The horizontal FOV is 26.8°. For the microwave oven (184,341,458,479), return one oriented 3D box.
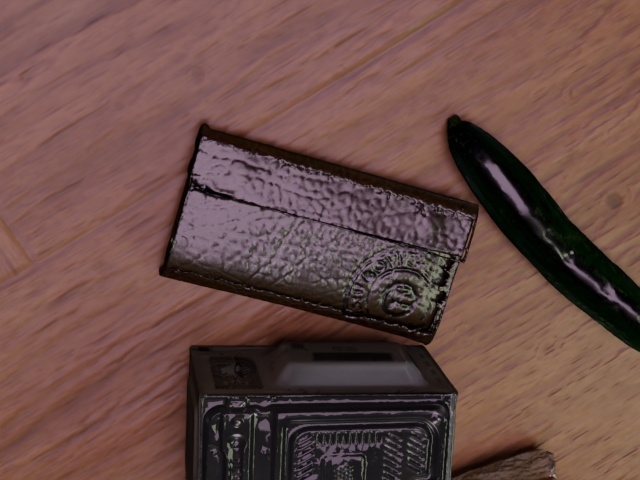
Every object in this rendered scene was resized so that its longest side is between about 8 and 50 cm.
[{"bbox_3d":[-0.004,0.169,1.112,0.208,0.122,0.162,0,106,-10],"label":"microwave oven"}]

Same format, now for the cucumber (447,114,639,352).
[{"bbox_3d":[0.201,0.003,1.140,0.056,0.056,0.284,-45,103,4],"label":"cucumber"}]

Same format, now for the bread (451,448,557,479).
[{"bbox_3d":[0.175,0.261,1.189,0.106,0.082,0.125,-18,110,-12],"label":"bread"}]

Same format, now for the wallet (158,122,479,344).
[{"bbox_3d":[0.000,0.000,1.110,0.243,0.039,0.132,16,103,-14],"label":"wallet"}]
